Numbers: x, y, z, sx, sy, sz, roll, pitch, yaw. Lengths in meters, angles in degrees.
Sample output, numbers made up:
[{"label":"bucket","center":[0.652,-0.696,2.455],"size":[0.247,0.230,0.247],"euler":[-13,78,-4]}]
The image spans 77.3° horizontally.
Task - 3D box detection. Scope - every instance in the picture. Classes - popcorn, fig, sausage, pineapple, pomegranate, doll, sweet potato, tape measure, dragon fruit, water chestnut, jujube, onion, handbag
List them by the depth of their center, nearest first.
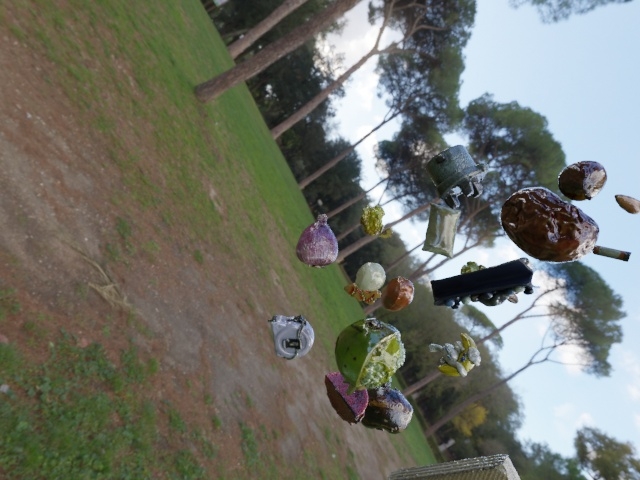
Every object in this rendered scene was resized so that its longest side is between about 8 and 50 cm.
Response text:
[{"label":"handbag","center":[0.569,0.166,1.372],"size":[0.269,0.326,0.118],"euler":[18,60,-52]},{"label":"sweet potato","center":[1.119,-0.122,1.429],"size":[0.202,0.058,0.055],"euler":[14,17,-22]},{"label":"pomegranate","center":[0.166,0.433,1.473],"size":[0.261,0.340,0.260],"euler":[17,27,-9]},{"label":"fig","center":[0.957,-0.217,1.483],"size":[0.149,0.202,0.148],"euler":[-19,-94,60]},{"label":"jujube","center":[0.943,-0.062,1.678],"size":[0.276,0.277,0.376],"euler":[58,3,-39]},{"label":"tape measure","center":[-0.117,0.406,1.683],"size":[0.105,0.179,0.195],"euler":[-94,174,-74]},{"label":"pineapple","center":[0.293,-0.029,1.756],"size":[0.045,0.083,0.019],"euler":[32,49,-14]},{"label":"sausage","center":[0.339,0.246,1.780],"size":[0.133,0.133,0.258],"euler":[59,-17,15]},{"label":"dragon fruit","center":[0.135,0.747,1.899],"size":[0.261,0.189,0.163],"euler":[49,-8,39]},{"label":"popcorn","center":[0.776,0.179,2.034],"size":[0.142,0.135,0.162],"euler":[35,-14,8]},{"label":"doll","center":[0.706,0.602,2.103],"size":[0.111,0.237,0.252],"euler":[41,19,-32]},{"label":"water chestnut","center":[0.337,0.863,2.117],"size":[0.299,0.300,0.300],"euler":[59,1,-2]},{"label":"onion","center":[0.000,0.000,2.460],"size":[0.159,0.268,0.348],"euler":[-175,-88,-68]},{"label":"popcorn","center":[0.320,-0.126,2.484],"size":[0.197,0.156,0.197],"euler":[5,90,-78]}]

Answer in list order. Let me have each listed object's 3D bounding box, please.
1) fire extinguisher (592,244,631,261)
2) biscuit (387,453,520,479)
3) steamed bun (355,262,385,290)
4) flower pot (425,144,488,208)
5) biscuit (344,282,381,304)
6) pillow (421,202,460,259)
[{"label":"fire extinguisher","center":[1.329,0.051,1.858],"size":[0.177,0.062,0.050],"euler":[18,-12,35]},{"label":"biscuit","center":[0.418,0.788,1.276],"size":[0.079,0.426,0.143],"euler":[-17,79,-57]},{"label":"steamed bun","center":[0.212,0.159,1.654],"size":[0.113,0.129,0.090],"euler":[16,26,-30]},{"label":"flower pot","center":[0.750,-0.349,2.162],"size":[0.299,0.299,0.282],"euler":[55,11,-73]},{"label":"biscuit","center":[0.266,0.330,2.556],"size":[0.212,0.239,0.041],"euler":[92,10,-45]},{"label":"pillow","center":[0.684,-0.053,2.267],"size":[0.185,0.302,0.075],"euler":[15,-13,-2]}]
